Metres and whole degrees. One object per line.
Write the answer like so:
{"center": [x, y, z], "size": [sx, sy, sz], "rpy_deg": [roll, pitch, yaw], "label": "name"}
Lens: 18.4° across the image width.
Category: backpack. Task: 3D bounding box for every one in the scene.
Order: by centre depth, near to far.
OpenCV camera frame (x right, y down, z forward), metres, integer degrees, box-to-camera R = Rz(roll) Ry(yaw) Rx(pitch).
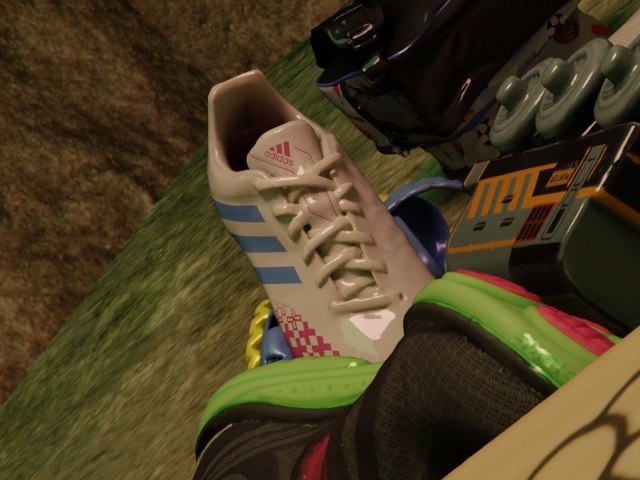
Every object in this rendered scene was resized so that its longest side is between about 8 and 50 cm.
{"center": [0.126, -0.188, 1.878], "size": [0.276, 0.213, 0.263], "rpy_deg": [-43, 17, -17], "label": "backpack"}

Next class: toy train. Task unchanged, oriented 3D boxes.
{"center": [0.178, -0.027, 1.296], "size": [0.190, 0.142, 0.334], "rpy_deg": [-58, 13, -11], "label": "toy train"}

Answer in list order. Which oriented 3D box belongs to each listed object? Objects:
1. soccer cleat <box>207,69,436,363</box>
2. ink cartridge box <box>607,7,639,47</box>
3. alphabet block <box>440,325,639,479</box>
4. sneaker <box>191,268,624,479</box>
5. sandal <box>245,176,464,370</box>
{"center": [0.000, 0.000, 1.455], "size": [0.116, 0.143, 0.331], "rpy_deg": [-27, 47, -15], "label": "soccer cleat"}
{"center": [0.277, -0.154, 1.574], "size": [0.235, 0.056, 0.171], "rpy_deg": [-43, 11, 2], "label": "ink cartridge box"}
{"center": [0.123, 0.159, 0.636], "size": [0.197, 0.193, 0.192], "rpy_deg": [-41, 13, 26], "label": "alphabet block"}
{"center": [0.056, 0.154, 1.087], "size": [0.483, 0.185, 0.202], "rpy_deg": [-33, 35, 62], "label": "sneaker"}
{"center": [0.047, 0.045, 1.568], "size": [0.138, 0.126, 0.317], "rpy_deg": [-29, 21, 40], "label": "sandal"}
